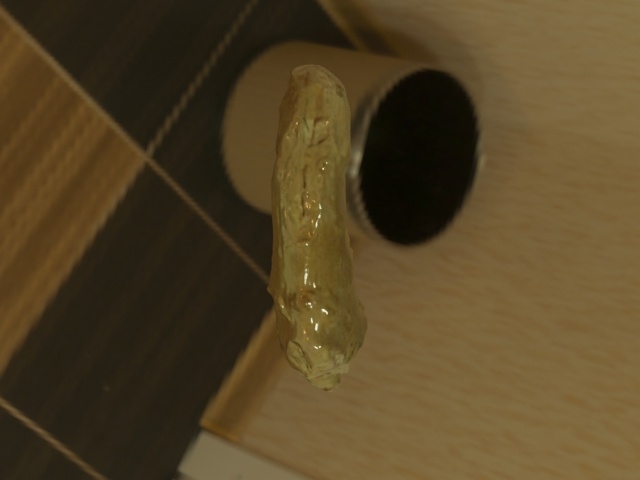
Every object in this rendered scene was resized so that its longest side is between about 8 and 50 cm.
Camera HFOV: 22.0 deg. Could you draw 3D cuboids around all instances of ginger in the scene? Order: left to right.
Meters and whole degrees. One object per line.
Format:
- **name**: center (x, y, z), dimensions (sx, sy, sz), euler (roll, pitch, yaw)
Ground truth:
- **ginger**: center (-0.001, 0.000, 0.842), dimensions (0.069, 0.051, 0.173), euler (-55, 150, -62)
